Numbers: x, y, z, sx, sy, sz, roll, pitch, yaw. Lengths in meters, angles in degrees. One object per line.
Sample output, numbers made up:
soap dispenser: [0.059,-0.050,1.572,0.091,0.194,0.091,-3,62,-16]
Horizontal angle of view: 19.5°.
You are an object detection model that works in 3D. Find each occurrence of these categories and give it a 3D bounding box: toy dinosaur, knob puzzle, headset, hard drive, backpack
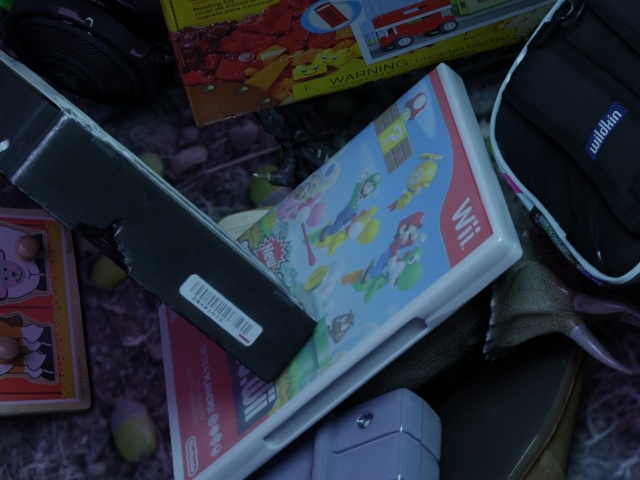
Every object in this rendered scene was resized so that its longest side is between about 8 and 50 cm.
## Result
toy dinosaur: [0.059,0.052,1.247,0.313,0.121,0.160,-25,22,19]
knob puzzle: [-0.275,0.048,1.406,0.213,0.030,0.213,9,61,-17]
headset: [-0.114,-0.186,1.462,0.243,0.185,0.394,-42,45,-1]
hard drive: [-0.160,-0.043,1.272,0.064,0.237,0.339,-51,31,-3]
backpack: [0.231,-0.073,1.138,0.225,0.191,0.253,-53,36,10]

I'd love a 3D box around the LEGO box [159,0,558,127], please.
LEGO box: [0.118,-0.298,1.167,0.500,0.372,0.193,-15,64,-2]

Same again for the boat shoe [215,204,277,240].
boat shoe: [0.000,0.000,1.360,0.170,0.063,0.059,-15,67,28]

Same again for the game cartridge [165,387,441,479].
game cartridge: [-0.082,0.248,1.210,0.355,0.068,0.230,-24,37,29]

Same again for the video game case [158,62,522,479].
video game case: [0.002,0.029,1.243,0.285,0.025,0.204,-40,33,20]

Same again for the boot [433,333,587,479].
boot: [0.121,0.189,1.220,0.112,0.115,0.305,-16,43,50]
